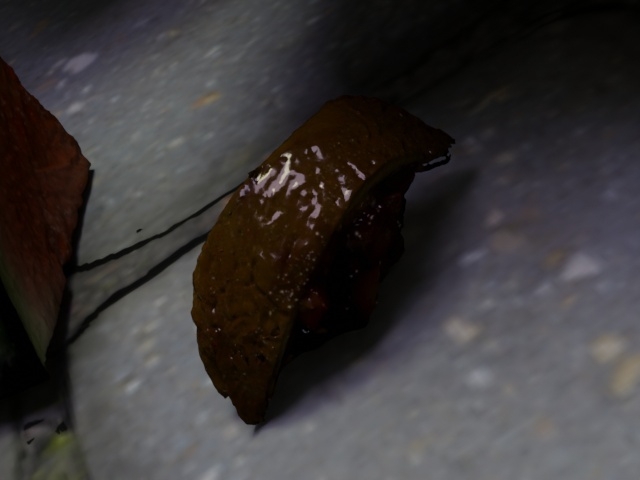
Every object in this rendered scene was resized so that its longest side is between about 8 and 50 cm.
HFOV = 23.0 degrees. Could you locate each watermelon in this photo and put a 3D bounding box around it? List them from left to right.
[{"bbox_3d":[-0.153,-0.036,0.505,0.193,0.145,0.137,5,43,46],"label":"watermelon"}]

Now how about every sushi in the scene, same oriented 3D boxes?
[{"bbox_3d":[0.000,0.000,0.410,0.099,0.047,0.050,-52,-9,-11],"label":"sushi"}]
